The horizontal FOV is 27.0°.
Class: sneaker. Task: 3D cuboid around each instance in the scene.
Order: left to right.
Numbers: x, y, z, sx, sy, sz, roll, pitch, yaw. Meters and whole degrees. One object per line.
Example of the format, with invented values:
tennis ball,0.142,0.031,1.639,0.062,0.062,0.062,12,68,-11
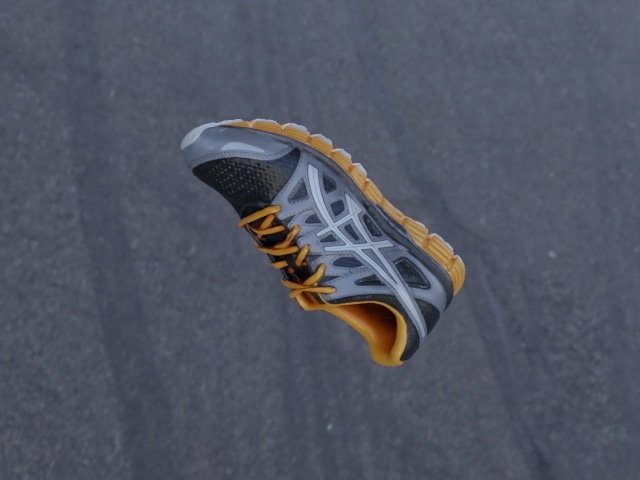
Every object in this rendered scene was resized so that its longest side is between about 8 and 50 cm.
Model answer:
sneaker,0.000,0.000,0.840,0.215,0.084,0.083,34,63,-20
